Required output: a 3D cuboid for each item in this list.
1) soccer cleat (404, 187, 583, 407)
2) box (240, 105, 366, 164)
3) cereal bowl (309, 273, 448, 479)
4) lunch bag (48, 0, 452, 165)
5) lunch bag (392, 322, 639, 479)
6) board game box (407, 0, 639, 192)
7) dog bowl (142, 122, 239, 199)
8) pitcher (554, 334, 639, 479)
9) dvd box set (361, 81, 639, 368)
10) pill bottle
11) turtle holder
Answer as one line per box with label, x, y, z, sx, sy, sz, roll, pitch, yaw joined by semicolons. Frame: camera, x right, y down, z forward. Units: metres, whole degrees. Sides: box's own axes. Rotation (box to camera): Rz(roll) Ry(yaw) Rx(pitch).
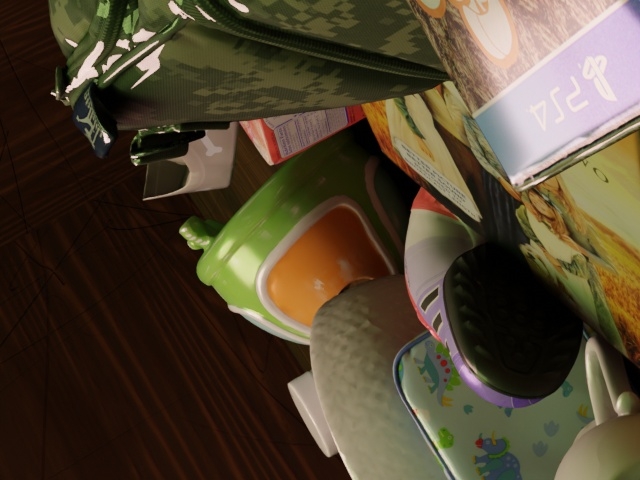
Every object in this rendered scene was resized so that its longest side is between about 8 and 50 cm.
soccer cleat;0.121;0.045;1.134;0.318;0.109;0.116;-95;26;-59
box;-0.039;-0.231;1.347;0.142;0.154;0.300;55;170;34
cereal bowl;0.143;0.173;1.435;0.339;0.141;0.339;49;-159;-26
lunch bag;-0.017;-0.200;0.625;0.256;0.213;0.305;-12;81;47
lunch bag;0.180;0.148;1.239;0.219;0.176;0.090;59;-171;8
board game box;0.099;-0.201;0.417;0.291;0.232;0.141;61;168;2
dog bowl;-0.139;-0.214;1.655;0.349;0.102;0.348;-175;90;-85
pitcher;0.214;0.154;1.012;0.207;0.126;0.177;31;-133;-85
dvd box set;0.109;-0.087;0.889;0.307;0.062;0.420;42;172;28
pill bottle;0.075;0.159;1.718;0.119;0.208;0.119;59;171;15
turtle holder;-0.011;0.011;1.672;0.227;0.243;0.320;44;161;2
